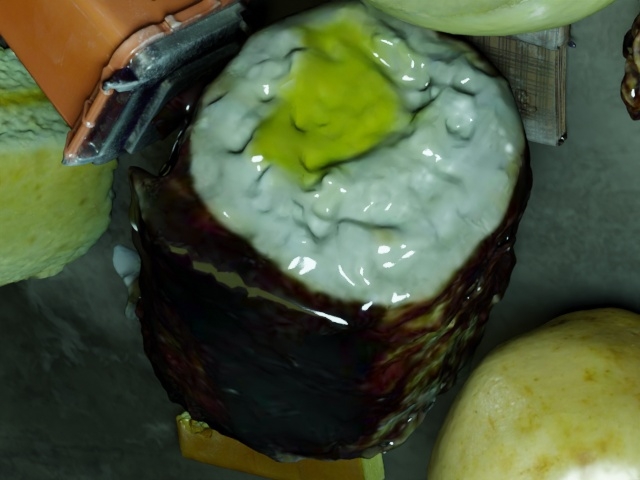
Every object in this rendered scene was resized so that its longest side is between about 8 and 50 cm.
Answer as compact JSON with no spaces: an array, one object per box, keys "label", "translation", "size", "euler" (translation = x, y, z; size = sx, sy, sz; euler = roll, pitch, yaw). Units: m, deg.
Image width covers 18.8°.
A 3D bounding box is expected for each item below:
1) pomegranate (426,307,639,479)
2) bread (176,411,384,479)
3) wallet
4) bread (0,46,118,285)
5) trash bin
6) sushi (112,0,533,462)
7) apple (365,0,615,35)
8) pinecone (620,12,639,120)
[{"label":"pomegranate","translation":[0.218,0.197,1.532],"size":[0.307,0.307,0.307],"euler":[19,129,25]},{"label":"bread","translation":[-0.044,0.190,1.880],"size":[0.226,0.049,0.088],"euler":[9,124,33]},{"label":"wallet","translation":[0.139,-0.186,1.487],"size":[0.124,0.042,0.230],"euler":[20,129,29]},{"label":"bread","translation":[-0.421,-0.070,1.836],"size":[0.395,0.264,0.239],"euler":[25,127,23]},{"label":"trash bin","translation":[-0.200,-0.196,1.644],"size":[0.239,0.184,0.161],"euler":[46,136,9]},{"label":"sushi","translation":[0.001,0.002,1.514],"size":[0.281,0.299,0.294],"euler":[49,154,20]},{"label":"apple","translation":[0.128,-0.290,1.283],"size":[0.257,0.233,0.295],"euler":[27,117,44]},{"label":"pinecone","translation":[0.293,-0.116,1.319],"size":[0.207,0.208,0.208],"euler":[19,129,25]}]
